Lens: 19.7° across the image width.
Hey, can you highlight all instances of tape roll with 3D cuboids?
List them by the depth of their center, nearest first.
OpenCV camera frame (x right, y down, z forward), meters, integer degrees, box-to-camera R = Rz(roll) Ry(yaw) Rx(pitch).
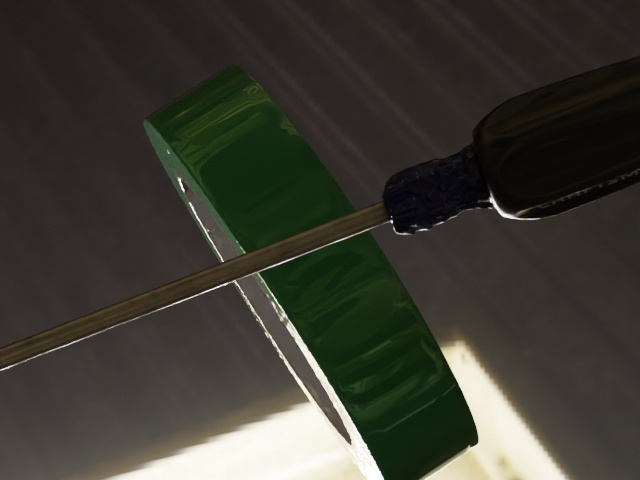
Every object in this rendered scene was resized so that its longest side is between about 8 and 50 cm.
[{"bbox_3d":[-0.009,0.030,1.303,0.077,0.321,0.321,-33,-138,-5],"label":"tape roll"}]

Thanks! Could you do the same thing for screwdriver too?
[{"bbox_3d":[0.000,0.000,0.351,0.170,0.024,0.025,-21,-170,7],"label":"screwdriver"}]
